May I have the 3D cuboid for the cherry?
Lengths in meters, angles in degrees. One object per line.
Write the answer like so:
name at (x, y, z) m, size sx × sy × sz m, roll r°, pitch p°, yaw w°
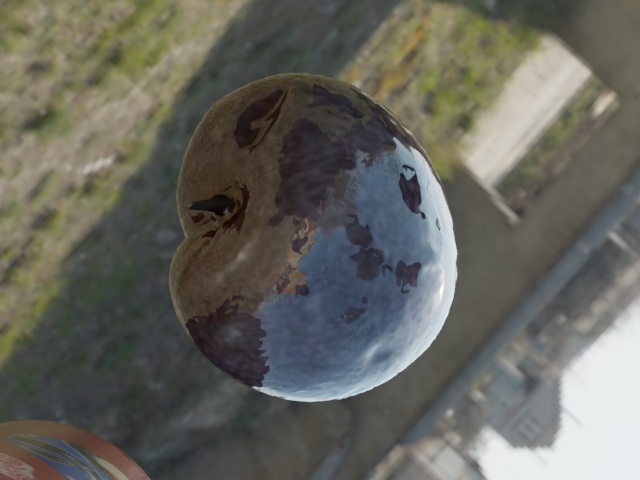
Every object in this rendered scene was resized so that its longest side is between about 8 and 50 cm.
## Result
cherry at (0.001, 0.004, 0.786) m, size 0.140 × 0.176 × 0.176 m, roll -23°, pitch -170°, yaw 42°

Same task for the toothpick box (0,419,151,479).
toothpick box at (-0.189, 0.203, 0.815) m, size 0.204 × 0.204 × 0.333 m, roll -47°, pitch 177°, yaw -2°
